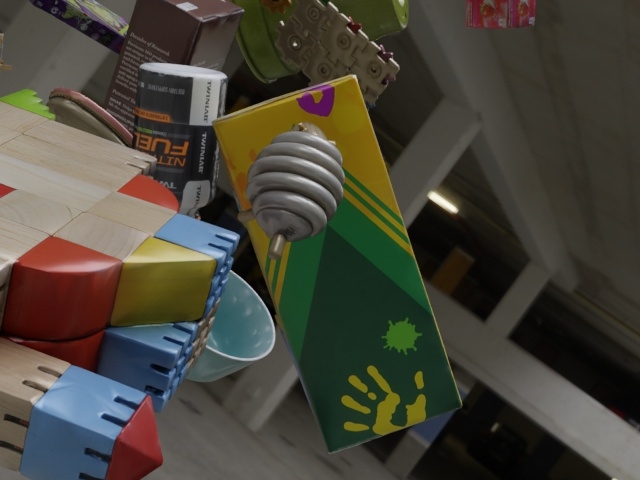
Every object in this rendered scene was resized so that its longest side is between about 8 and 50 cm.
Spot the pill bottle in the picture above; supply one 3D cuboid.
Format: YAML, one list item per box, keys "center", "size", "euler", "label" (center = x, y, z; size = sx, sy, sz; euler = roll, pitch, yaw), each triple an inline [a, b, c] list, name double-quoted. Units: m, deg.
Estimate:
- center: [-0.212, -0.131, 1.300]
  size: [0.130, 0.245, 0.130]
  euler: [7, 15, -2]
  label: "pill bottle"

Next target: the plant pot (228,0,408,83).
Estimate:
- center: [0.011, -0.577, 2.034]
  size: [0.353, 0.366, 0.366]
  euler: [-8, -16, 17]
  label: "plant pot"

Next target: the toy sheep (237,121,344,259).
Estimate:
- center: [-0.023, -0.042, 0.742]
  size: [0.091, 0.132, 0.091]
  euler: [9, -22, 4]
  label: "toy sheep"

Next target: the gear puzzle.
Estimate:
- center: [0.000, -0.395, 1.721]
  size: [0.339, 0.175, 0.044]
  euler: [44, 43, 5]
  label: "gear puzzle"

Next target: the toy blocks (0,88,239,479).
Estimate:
- center: [-0.183, 0.019, 0.600]
  size: [0.261, 0.190, 0.381]
  euler: [20, 22, 3]
  label: "toy blocks"

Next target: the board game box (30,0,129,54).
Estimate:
- center: [-0.515, -0.493, 1.895]
  size: [0.347, 0.056, 0.208]
  euler: [25, 22, -55]
  label: "board game box"

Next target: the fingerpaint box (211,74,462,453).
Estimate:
- center: [0.000, 0.000, 1.103]
  size: [0.445, 0.163, 0.371]
  euler: [-120, -169, -80]
  label: "fingerpaint box"

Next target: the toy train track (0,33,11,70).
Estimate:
- center: [-0.575, -0.327, 1.573]
  size: [0.048, 0.083, 0.014]
  euler: [5, -1, -13]
  label: "toy train track"

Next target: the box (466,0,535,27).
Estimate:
- center: [0.441, -0.650, 2.149]
  size: [0.123, 0.256, 0.128]
  euler: [-15, 21, -40]
  label: "box"

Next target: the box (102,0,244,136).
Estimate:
- center: [-0.298, -0.283, 1.664]
  size: [0.143, 0.381, 0.191]
  euler: [31, 26, 7]
  label: "box"

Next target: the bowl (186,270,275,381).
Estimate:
- center: [-0.273, 0.198, 1.996]
  size: [0.312, 0.163, 0.311]
  euler: [31, 27, -18]
  label: "bowl"

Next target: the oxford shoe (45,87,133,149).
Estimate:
- center: [-0.336, -0.077, 1.395]
  size: [0.123, 0.130, 0.348]
  euler: [-2, -51, 45]
  label: "oxford shoe"
